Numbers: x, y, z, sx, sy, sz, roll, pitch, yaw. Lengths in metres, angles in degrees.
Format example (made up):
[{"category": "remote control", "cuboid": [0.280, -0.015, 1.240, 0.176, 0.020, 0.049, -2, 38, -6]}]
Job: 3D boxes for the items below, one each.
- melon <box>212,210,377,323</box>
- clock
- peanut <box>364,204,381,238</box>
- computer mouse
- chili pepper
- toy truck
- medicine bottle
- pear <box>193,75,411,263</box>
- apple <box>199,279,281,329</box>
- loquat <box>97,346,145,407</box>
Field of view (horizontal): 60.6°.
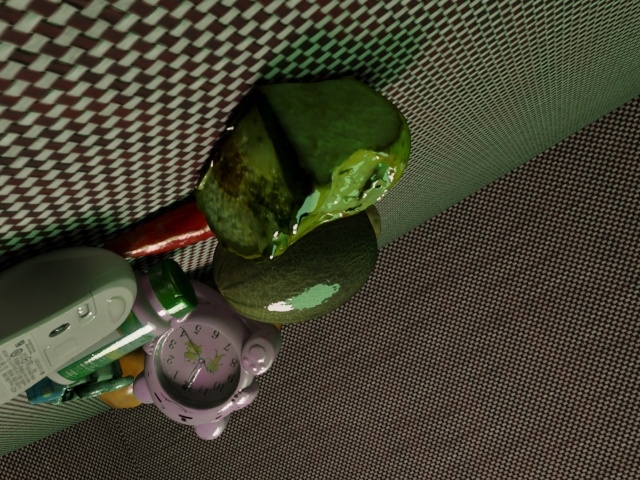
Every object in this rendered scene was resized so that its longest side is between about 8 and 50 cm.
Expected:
[{"category": "melon", "cuboid": [-0.046, 0.030, 1.005, 0.301, 0.238, 0.237, -22, 169, -13]}, {"category": "clock", "cuboid": [-0.273, 0.280, 1.267, 0.322, 0.295, 0.113, -61, 178, 14]}, {"category": "peanut", "cuboid": [0.004, 0.001, 1.286, 0.291, 0.143, 0.159, -26, 160, -1]}, {"category": "computer mouse", "cuboid": [-0.386, 0.102, 0.711, 0.296, 0.121, 0.184, -34, 164, -27]}, {"category": "chili pepper", "cuboid": [-0.190, -0.028, 0.814, 0.272, 0.063, 0.071, -20, 141, -5]}, {"category": "toy truck", "cuboid": [-0.518, 0.265, 1.173, 0.156, 0.155, 0.279, -18, 170, -6]}, {"category": "medicine bottle", "cuboid": [-0.365, 0.140, 0.987, 0.274, 0.134, 0.133, -28, 171, -1]}, {"category": "pear", "cuboid": [-0.009, -0.088, 0.731, 0.255, 0.164, 0.238, -22, 167, -40]}, {"category": "apple", "cuboid": [-0.213, 0.165, 1.423, 0.246, 0.246, 0.226, -26, -171, -12]}, {"category": "loquat", "cuboid": [-0.502, 0.336, 1.471, 0.238, 0.193, 0.238, -51, 177, -4]}]
